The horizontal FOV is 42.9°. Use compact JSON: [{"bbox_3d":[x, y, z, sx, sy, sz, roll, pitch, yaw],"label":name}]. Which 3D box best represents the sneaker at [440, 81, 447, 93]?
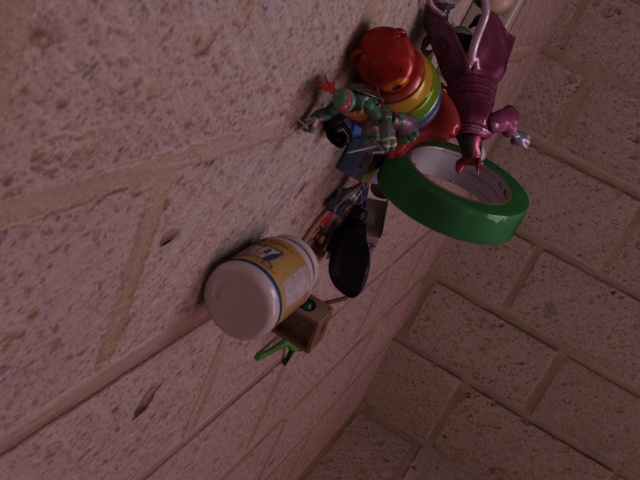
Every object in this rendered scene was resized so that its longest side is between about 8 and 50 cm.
[{"bbox_3d":[0.255,-0.344,1.971,0.087,0.083,0.221,-56,164,20],"label":"sneaker"}]

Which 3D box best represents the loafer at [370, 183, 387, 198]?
[{"bbox_3d":[0.203,-0.225,1.971,0.268,0.102,0.092,-50,-147,20],"label":"loafer"}]

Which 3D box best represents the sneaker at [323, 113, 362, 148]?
[{"bbox_3d":[0.048,-0.210,1.557,0.084,0.058,0.152,-63,162,-10],"label":"sneaker"}]

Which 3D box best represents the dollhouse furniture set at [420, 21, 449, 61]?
[{"bbox_3d":[0.284,-0.430,1.884,0.091,0.081,0.114,-51,164,-31],"label":"dollhouse furniture set"}]

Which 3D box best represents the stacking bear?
[{"bbox_3d":[0.144,-0.297,1.535,0.176,0.164,0.289,-18,159,13],"label":"stacking bear"}]

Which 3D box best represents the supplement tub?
[{"bbox_3d":[-0.100,0.077,1.458,0.200,0.144,0.144,-37,153,-58],"label":"supplement tub"}]

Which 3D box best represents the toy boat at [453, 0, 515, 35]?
[{"bbox_3d":[0.388,-0.570,1.890,0.267,0.148,0.318,-51,157,-49],"label":"toy boat"}]

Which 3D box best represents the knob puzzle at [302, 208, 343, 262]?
[{"bbox_3d":[0.000,0.000,1.880,0.213,0.030,0.213,-54,165,-22],"label":"knob puzzle"}]

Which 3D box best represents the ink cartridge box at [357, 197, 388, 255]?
[{"bbox_3d":[0.121,-0.040,2.035,0.180,0.060,0.104,107,-5,-70],"label":"ink cartridge box"}]

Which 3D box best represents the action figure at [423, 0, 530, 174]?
[{"bbox_3d":[0.330,-0.317,1.705,0.275,0.248,0.370,74,17,-73],"label":"action figure"}]

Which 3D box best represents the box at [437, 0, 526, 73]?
[{"bbox_3d":[0.415,-0.527,2.084,0.275,0.113,0.094,-61,167,12],"label":"box"}]

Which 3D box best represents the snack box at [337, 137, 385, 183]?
[{"bbox_3d":[0.130,-0.216,1.810,0.174,0.070,0.207,-63,167,11],"label":"snack box"}]

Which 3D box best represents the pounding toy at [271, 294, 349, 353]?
[{"bbox_3d":[-0.025,0.175,1.938,0.100,0.130,0.141,-44,158,-48],"label":"pounding toy"}]

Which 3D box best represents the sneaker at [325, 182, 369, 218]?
[{"bbox_3d":[0.060,-0.102,1.829,0.135,0.058,0.052,-39,142,-41],"label":"sneaker"}]

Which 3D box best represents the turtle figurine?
[{"bbox_3d":[0.068,-0.210,1.396,0.234,0.175,0.118,4,108,-58],"label":"turtle figurine"}]

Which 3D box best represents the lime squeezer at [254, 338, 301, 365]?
[{"bbox_3d":[-0.083,0.280,2.103,0.109,0.059,0.310,-59,167,-5],"label":"lime squeezer"}]

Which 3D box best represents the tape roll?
[{"bbox_3d":[0.282,-0.113,1.738,0.321,0.321,0.077,-38,154,-56],"label":"tape roll"}]

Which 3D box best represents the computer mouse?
[{"bbox_3d":[0.055,0.027,1.899,0.272,0.072,0.188,-96,-152,-56],"label":"computer mouse"}]
